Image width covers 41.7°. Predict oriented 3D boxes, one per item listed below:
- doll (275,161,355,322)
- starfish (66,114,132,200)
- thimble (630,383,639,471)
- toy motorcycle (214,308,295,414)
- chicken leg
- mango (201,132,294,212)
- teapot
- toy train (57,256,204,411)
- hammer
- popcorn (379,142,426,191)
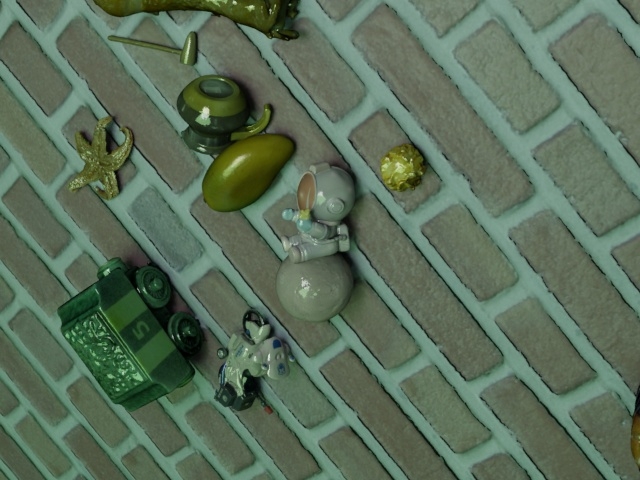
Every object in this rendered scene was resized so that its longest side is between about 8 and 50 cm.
[{"bbox_3d":[0.000,0.000,1.495,0.151,0.151,0.287,15,110,19],"label":"doll"},{"bbox_3d":[-0.451,-0.156,1.685,0.210,0.053,0.150,-35,89,34],"label":"starfish"},{"bbox_3d":[0.611,0.299,1.319,0.237,0.150,0.237,9,114,20],"label":"thimble"},{"bbox_3d":[-0.137,0.256,1.689,0.150,0.102,0.221,42,122,28],"label":"toy motorcycle"},{"bbox_3d":[-0.227,-0.436,1.412,0.429,0.201,0.152,20,144,10],"label":"chicken leg"},{"bbox_3d":[-0.139,-0.126,1.513,0.191,0.122,0.085,-49,47,27],"label":"mango"},{"bbox_3d":[-0.174,-0.221,1.497,0.166,0.130,0.119,5,134,-11],"label":"teapot"},{"bbox_3d":[-0.376,0.188,1.685,0.167,0.238,0.299,-31,97,29],"label":"toy train"},{"bbox_3d":[-0.313,-0.369,1.547,0.195,0.028,0.060,16,111,20],"label":"hammer"},{"bbox_3d":[0.140,-0.122,1.417,0.083,0.057,0.082,8,107,26],"label":"popcorn"}]
